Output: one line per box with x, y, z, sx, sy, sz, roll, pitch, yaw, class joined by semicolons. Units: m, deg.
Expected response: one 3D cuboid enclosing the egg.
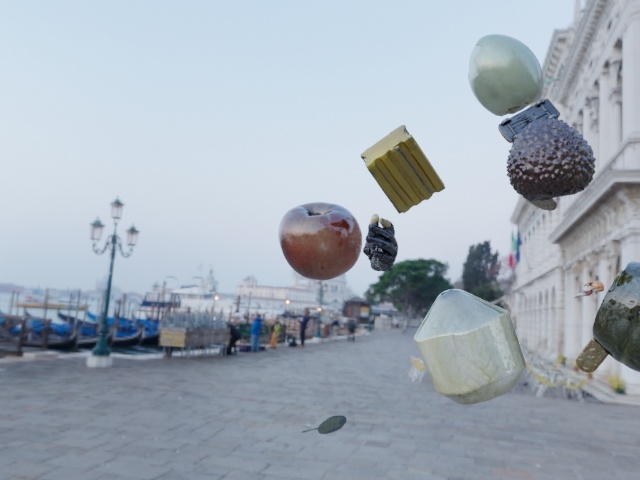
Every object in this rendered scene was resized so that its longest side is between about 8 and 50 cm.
0.746;-0.683;2.263;0.279;0.335;0.278;-27;-4;-2;egg

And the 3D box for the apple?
0.000;0.000;2.221;0.349;0.276;0.348;0;24;0;apple

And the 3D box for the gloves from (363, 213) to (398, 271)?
0.185;-0.001;1.637;0.107;0.129;0.180;15;-36;4;gloves

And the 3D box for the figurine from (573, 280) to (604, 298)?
0.945;0.176;1.952;0.064;0.047;0.109;3;-29;-40;figurine

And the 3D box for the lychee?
0.700;-0.250;1.699;0.268;0.267;0.267;4;-7;1;lychee

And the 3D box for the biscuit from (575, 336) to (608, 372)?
0.906;0.372;1.826;0.071;0.147;0.018;36;15;18;biscuit

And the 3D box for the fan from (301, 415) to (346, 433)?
0.014;0.674;2.002;0.176;0.113;0.005;-7;42;-22;fan

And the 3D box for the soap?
0.303;-0.255;2.032;0.204;0.096;0.324;-32;-45;13;soap

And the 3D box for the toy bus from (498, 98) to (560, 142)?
0.700;-0.392;1.866;0.195;0.083;0.088;-28;-22;2;toy bus

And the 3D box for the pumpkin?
0.964;0.235;1.632;0.226;0.303;0.256;26;2;39;pumpkin

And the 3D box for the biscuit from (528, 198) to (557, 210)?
0.758;-0.140;1.906;0.120;0.015;0.120;34;-10;7;biscuit

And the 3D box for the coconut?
0.296;0.206;1.116;0.202;0.221;0.202;-21;-5;-2;coconut
